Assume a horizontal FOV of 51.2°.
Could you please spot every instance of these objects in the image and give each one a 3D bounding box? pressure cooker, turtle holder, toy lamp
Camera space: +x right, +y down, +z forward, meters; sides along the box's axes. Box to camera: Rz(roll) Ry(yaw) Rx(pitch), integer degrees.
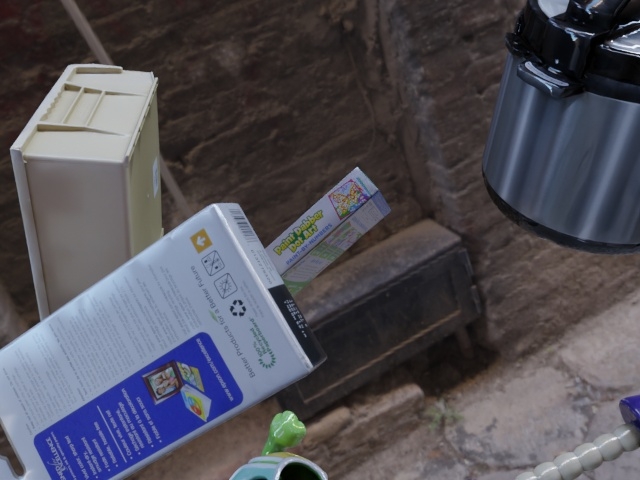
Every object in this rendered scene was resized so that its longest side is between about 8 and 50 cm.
[{"bbox_3d":[0.460,-0.232,1.042,0.376,0.420,0.369,10,40,7],"label":"pressure cooker"},{"bbox_3d":[-0.067,0.516,1.301,0.320,0.243,0.227,-44,-13,-54],"label":"turtle holder"},{"bbox_3d":[0.298,0.248,0.763,0.275,0.080,0.080,-25,23,1],"label":"toy lamp"}]

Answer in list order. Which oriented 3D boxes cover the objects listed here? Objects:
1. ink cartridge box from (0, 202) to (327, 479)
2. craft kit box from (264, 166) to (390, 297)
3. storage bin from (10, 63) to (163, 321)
[{"bbox_3d":[-0.191,0.132,0.662,0.371,0.175,0.069,-32,-7,15],"label":"ink cartridge box"},{"bbox_3d":[0.000,0.000,1.095,0.246,0.061,0.250,-44,-10,3],"label":"craft kit box"},{"bbox_3d":[-0.285,-0.063,0.879,0.123,0.262,0.260,3,36,-6],"label":"storage bin"}]
